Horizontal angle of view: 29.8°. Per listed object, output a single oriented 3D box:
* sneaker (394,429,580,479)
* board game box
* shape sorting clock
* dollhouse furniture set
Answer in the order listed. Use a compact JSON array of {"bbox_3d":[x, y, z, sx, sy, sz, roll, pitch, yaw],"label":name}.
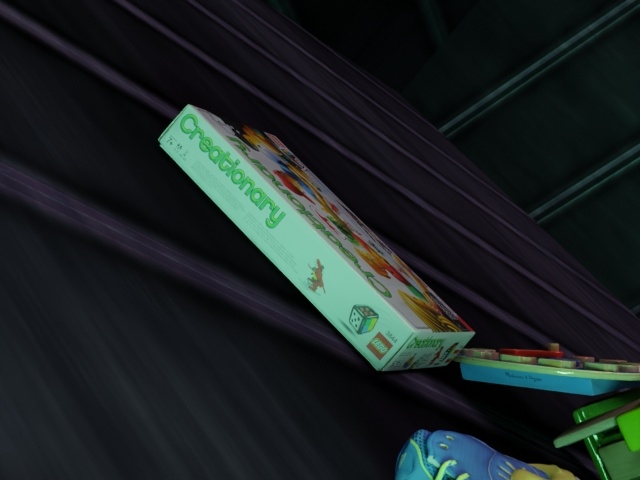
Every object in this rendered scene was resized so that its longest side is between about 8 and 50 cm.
[{"bbox_3d":[0.091,0.183,0.742,0.126,0.091,0.240,24,9,12],"label":"sneaker"},{"bbox_3d":[0.000,0.000,1.141,0.305,0.053,0.193,45,13,19],"label":"board game box"},{"bbox_3d":[0.237,0.125,1.223,0.206,0.040,0.206,3,1,0],"label":"shape sorting clock"},{"bbox_3d":[0.351,0.293,1.152,0.197,0.151,0.302,-12,77,-60],"label":"dollhouse furniture set"}]
